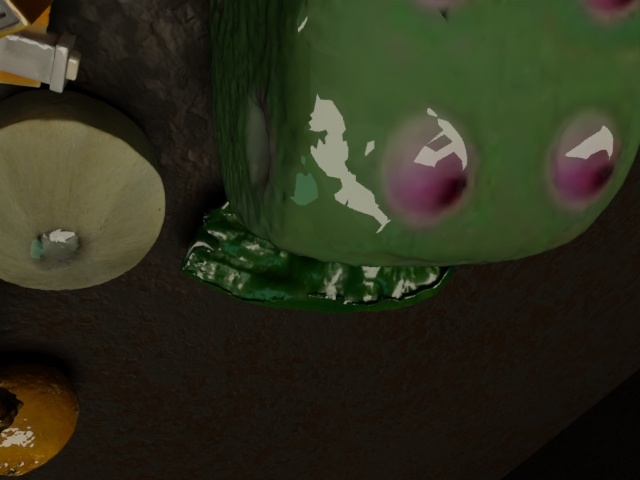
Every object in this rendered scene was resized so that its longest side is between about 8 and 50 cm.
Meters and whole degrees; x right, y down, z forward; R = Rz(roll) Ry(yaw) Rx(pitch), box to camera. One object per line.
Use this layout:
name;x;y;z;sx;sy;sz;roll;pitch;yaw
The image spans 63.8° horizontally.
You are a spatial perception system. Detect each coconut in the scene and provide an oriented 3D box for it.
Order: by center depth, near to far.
coconut;-0.271;-0.048;0.546;0.202;0.222;0.202;-10;127;-14

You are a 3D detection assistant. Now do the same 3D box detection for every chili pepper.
chili pepper;0.000;-0.004;0.746;0.385;0.213;0.167;4;174;-3

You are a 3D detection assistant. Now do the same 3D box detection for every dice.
dice;0.075;-0.168;0.481;0.323;0.318;0.330;-6;108;-20

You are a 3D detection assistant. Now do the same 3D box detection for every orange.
orange;-0.469;0.274;0.792;0.178;0.155;0.177;-15;124;-24

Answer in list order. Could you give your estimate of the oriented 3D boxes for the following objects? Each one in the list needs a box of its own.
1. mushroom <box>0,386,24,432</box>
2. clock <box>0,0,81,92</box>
mushroom;-0.541;0.203;0.573;0.334;0.356;0.331;-38;148;-28
clock;-0.342;-0.239;0.394;0.310;0.166;0.235;13;123;-23
